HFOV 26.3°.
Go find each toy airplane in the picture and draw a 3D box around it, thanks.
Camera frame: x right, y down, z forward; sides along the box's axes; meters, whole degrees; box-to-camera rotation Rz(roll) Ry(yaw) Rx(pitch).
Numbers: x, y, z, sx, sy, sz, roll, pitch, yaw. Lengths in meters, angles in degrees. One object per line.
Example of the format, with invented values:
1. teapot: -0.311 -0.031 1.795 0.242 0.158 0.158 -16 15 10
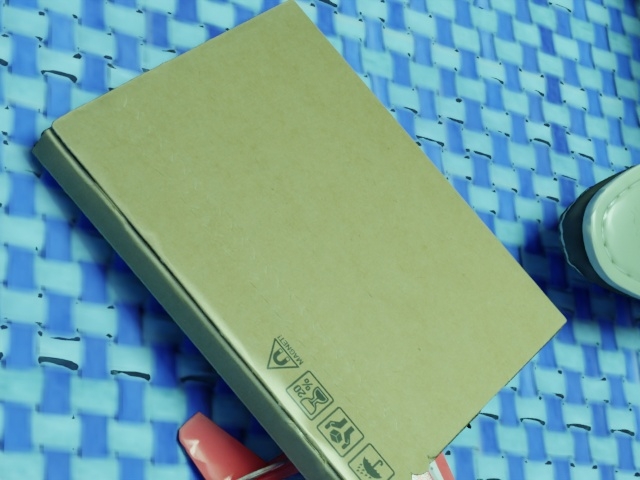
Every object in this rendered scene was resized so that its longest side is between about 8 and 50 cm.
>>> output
1. toy airplane: 0.005 0.086 0.571 0.151 0.028 0.151 18 53 -25

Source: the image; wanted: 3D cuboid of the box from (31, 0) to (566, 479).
1. box: 0.000 0.000 0.589 0.201 0.021 0.164 50 46 4

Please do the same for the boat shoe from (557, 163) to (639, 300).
1. boat shoe: 0.200 -0.008 0.738 0.228 0.069 0.081 -7 93 -39
